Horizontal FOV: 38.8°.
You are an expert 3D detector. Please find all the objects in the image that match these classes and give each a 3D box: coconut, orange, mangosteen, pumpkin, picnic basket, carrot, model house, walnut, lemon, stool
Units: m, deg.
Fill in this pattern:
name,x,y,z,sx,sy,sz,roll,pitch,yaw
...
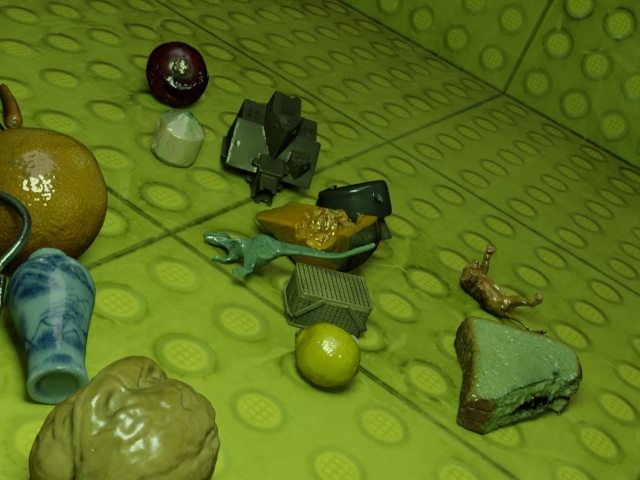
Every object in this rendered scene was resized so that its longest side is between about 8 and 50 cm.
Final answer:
name,x,y,z,sx,sy,sz,roll,pitch,yaw
coconut,-0.320,-0.238,2.058,0.116,0.122,0.116,19,29,-11
orange,-0.488,-0.073,1.552,0.264,0.264,0.264,18,29,-10
mangosteen,-0.364,-0.422,2.312,0.166,0.166,0.180,18,3,-11
pumpkin,-0.004,0.001,1.911,0.248,0.126,0.131,15,35,29
picnic basket,0.013,0.117,1.755,0.164,0.079,0.115,14,30,-17
carrot,-0.681,-0.297,1.988,0.037,0.037,0.190,5,30,-30
model house,-0.111,-0.200,2.102,0.211,0.204,0.243,16,47,-14
walnut,-0.247,0.269,1.173,0.225,0.257,0.257,-3,23,19
lemon,0.011,0.199,1.587,0.133,0.109,0.109,33,29,-2
stool,0.078,-0.061,2.027,0.153,0.139,0.228,-12,5,-8

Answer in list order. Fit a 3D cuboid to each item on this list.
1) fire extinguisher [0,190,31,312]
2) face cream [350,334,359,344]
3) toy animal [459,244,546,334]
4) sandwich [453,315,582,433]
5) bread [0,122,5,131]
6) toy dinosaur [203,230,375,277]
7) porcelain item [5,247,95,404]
name,x,y,z,sx,sy,sz,roll,pitch,yaw
fire extinguisher,-0.594,-0.026,1.356,0.376,0.200,0.113,27,-8,9
face cream,0.029,0.202,1.685,0.038,0.020,0.115,39,33,24
toy animal,0.395,0.131,2.019,0.114,0.116,0.255,-23,55,-24
sandwich,0.382,0.274,1.743,0.254,0.099,0.288,22,28,-2
bread,-0.744,-0.330,1.690,0.242,0.405,0.345,-22,61,-26
toy dinosaur,-0.091,0.032,1.733,0.383,0.076,0.129,11,31,31
porcelain item,-0.409,0.122,1.390,0.141,0.141,0.259,7,43,-28
